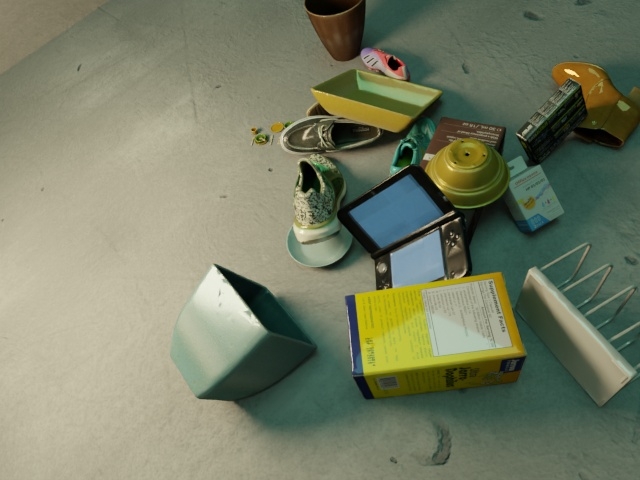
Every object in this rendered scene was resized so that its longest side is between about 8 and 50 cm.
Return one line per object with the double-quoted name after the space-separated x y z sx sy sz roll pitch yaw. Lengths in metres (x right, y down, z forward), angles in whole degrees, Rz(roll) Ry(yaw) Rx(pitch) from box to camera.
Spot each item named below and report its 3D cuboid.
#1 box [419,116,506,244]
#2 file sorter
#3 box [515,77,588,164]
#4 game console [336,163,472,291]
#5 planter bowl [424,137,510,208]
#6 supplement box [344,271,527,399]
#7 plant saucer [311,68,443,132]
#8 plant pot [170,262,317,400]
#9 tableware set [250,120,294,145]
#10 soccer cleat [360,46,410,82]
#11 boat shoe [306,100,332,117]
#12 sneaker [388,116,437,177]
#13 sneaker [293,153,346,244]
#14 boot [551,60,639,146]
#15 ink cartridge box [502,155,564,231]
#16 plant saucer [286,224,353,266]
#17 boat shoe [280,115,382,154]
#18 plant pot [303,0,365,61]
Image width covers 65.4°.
0.365 -0.154 1.385 0.191 0.143 0.381 16 65 23 "box"
0.599 0.174 1.085 0.173 0.192 0.277 -27 56 -8 "file sorter"
0.632 -0.317 1.356 0.190 0.184 0.045 -48 54 14 "box"
0.190 0.004 1.219 0.293 0.174 0.250 -32 47 43 "game console"
0.374 -0.195 1.273 0.218 0.090 0.217 -6 56 10 "planter bowl"
0.252 0.224 1.136 0.357 0.195 0.194 -9 57 9 "supplement box"
0.182 -0.438 1.572 0.333 0.080 0.333 21 36 19 "plant saucer"
-0.212 0.252 1.217 0.252 0.248 0.247 -49 58 4 "plant pot"
-0.169 -0.377 1.730 0.154 0.024 0.103 0 58 15 "tableware set"
0.227 -0.628 1.746 0.083 0.095 0.248 -31 58 -10 "soccer cleat"
0.025 -0.474 1.726 0.190 0.068 0.072 -29 43 -17 "boat shoe"
0.283 -0.272 1.497 0.107 0.110 0.275 17 63 23 "sneaker"
-0.011 -0.173 1.432 0.158 0.181 0.410 -9 37 5 "sneaker"
0.779 -0.400 1.457 0.295 0.104 0.211 33 70 25 "boot"
0.542 -0.126 1.308 0.104 0.061 0.181 -30 94 -6 "ink cartridge box"
0.000 0.000 1.437 0.195 0.037 0.194 -7 56 10 "plant saucer"
0.032 -0.342 1.576 0.336 0.120 0.119 -10 16 7 "boat shoe"
0.071 -0.773 1.797 0.216 0.230 0.215 -6 56 10 "plant pot"
